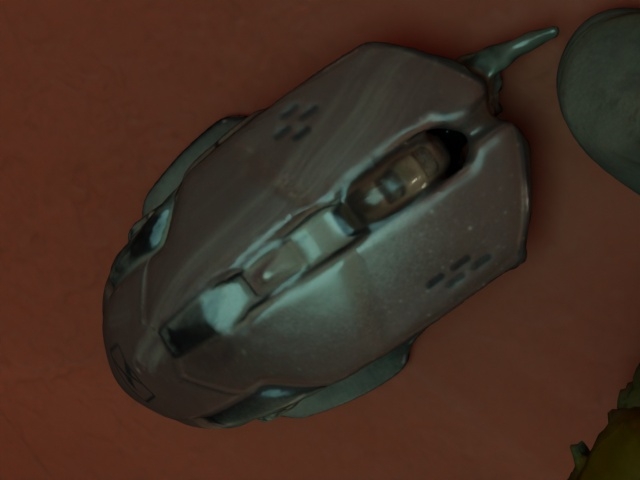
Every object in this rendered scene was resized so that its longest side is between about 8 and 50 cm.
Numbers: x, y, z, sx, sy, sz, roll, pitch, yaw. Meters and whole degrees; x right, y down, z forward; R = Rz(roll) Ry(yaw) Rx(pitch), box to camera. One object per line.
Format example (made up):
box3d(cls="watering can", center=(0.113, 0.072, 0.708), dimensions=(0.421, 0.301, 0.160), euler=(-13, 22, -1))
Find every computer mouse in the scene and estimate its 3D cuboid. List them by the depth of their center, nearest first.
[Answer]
box3d(cls="computer mouse", center=(-0.003, 0.003, 0.973), dimensions=(0.389, 0.115, 0.199), euler=(-37, 92, 30))

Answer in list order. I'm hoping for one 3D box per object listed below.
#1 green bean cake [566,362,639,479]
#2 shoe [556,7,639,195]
box3d(cls="green bean cake", center=(0.253, 0.126, 0.830), dimensions=(0.233, 0.236, 0.124), euler=(25, 112, 12))
box3d(cls="shoe", center=(0.233, -0.033, 0.863), dimensions=(0.251, 0.100, 0.103), euler=(32, 117, 9))
